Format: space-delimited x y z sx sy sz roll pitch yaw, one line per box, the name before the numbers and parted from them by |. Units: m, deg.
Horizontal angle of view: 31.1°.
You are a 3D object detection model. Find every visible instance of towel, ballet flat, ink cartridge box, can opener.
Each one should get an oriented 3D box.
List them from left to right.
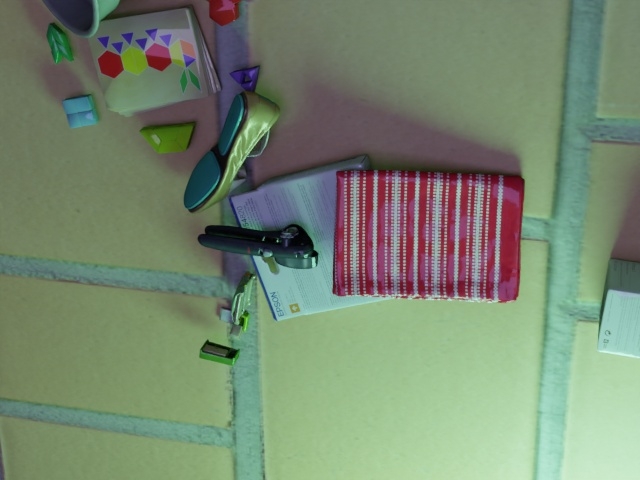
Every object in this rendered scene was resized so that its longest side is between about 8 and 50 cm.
ballet flat | -0.128 -0.120 1.704 0.073 0.080 0.232 9 134 -30
can opener | -0.095 0.006 1.710 0.186 0.059 0.073 8 115 13
ink cartridge box | 0.000 0.000 1.739 0.224 0.045 0.223 -12 109 21
towel | 0.156 -0.003 1.667 0.275 0.031 0.199 2 108 1

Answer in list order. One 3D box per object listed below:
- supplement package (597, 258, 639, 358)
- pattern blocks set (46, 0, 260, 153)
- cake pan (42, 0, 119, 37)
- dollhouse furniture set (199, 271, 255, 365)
supplement package | 0.489 0.104 1.620 0.179 0.105 0.105 9 115 11
pattern blocks set | -0.246 -0.267 1.697 0.325 0.026 0.285 2 114 14
cake pan | -0.362 -0.419 1.556 0.293 0.054 0.293 46 156 28
dollhouse furniture set | -0.148 0.120 1.816 0.058 0.076 0.152 15 117 8
